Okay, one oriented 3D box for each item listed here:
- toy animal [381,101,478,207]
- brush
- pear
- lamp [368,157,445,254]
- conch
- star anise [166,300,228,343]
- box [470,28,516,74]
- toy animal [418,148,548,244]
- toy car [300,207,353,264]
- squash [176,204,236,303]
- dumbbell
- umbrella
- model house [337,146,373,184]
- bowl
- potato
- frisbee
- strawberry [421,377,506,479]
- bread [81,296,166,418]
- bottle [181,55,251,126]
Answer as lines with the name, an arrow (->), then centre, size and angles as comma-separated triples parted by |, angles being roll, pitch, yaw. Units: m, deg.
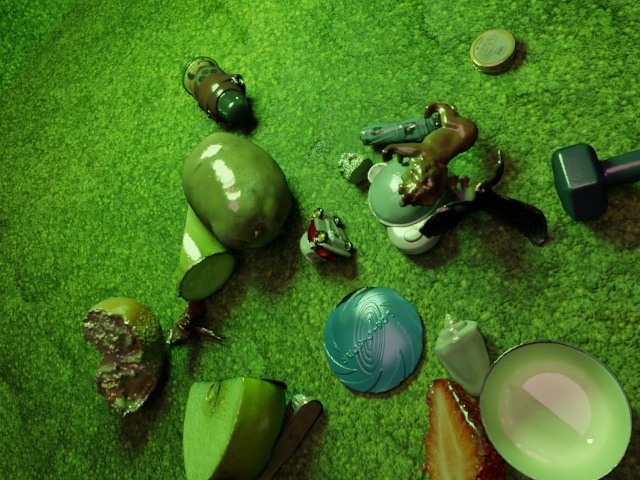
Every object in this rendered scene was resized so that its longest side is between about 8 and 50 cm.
toy animal -> 0.250, -0.191, 1.068 | 0.157, 0.097, 0.312 | 39, 72, 22
brush -> -0.110, 0.484, 1.136 | 0.065, 0.070, 0.328 | 34, 92, 49
pear -> -0.185, 0.427, 1.088 | 0.292, 0.159, 0.293 | -38, 38, 37
lamp -> 0.197, -0.090, 1.139 | 0.179, 0.108, 0.246 | -19, 66, 25
conch -> 0.295, 0.234, 1.014 | 0.104, 0.094, 0.176 | -28, 91, 2
star anise -> -0.328, 0.241, 1.332 | 0.158, 0.144, 0.140 | -57, 14, -8
box -> 0.412, -0.451, 1.189 | 0.105, 0.037, 0.106 | -8, 70, 23
toy animal -> 0.318, -0.097, 1.030 | 0.160, 0.272, 0.197 | -132, 40, -63
toy car -> 0.000, 0.000, 1.219 | 0.112, 0.112, 0.139 | -39, 49, 29
squash -> -0.363, 0.016, 1.341 | 0.189, 0.189, 0.260 | -47, 64, 6
dumbbell -> 0.611, -0.144, 0.927 | 0.324, 0.144, 0.160 | -14, 66, 23
umbrella -> 0.219, -0.271, 1.217 | 0.250, 0.052, 0.053 | -5, 37, 18
model house -> 0.077, -0.191, 1.256 | 0.079, 0.066, 0.083 | -49, 58, 3
bowl -> 0.413, 0.304, 0.889 | 0.237, 0.126, 0.238 | -8, 70, 24
potato -> -0.209, -0.125, 1.281 | 0.243, 0.221, 0.326 | -26, 60, -34
frisbee -> 0.111, 0.219, 1.119 | 0.241, 0.045, 0.242 | -8, 69, 23
strawberry -> 0.284, 0.394, 0.947 | 0.175, 0.106, 0.236 | -8, 69, 61
bread -> -0.495, 0.288, 1.316 | 0.171, 0.192, 0.315 | 3, 106, 9
bottle -> -0.295, -0.441, 1.484 | 0.271, 0.143, 0.156 | 45, 122, 33
